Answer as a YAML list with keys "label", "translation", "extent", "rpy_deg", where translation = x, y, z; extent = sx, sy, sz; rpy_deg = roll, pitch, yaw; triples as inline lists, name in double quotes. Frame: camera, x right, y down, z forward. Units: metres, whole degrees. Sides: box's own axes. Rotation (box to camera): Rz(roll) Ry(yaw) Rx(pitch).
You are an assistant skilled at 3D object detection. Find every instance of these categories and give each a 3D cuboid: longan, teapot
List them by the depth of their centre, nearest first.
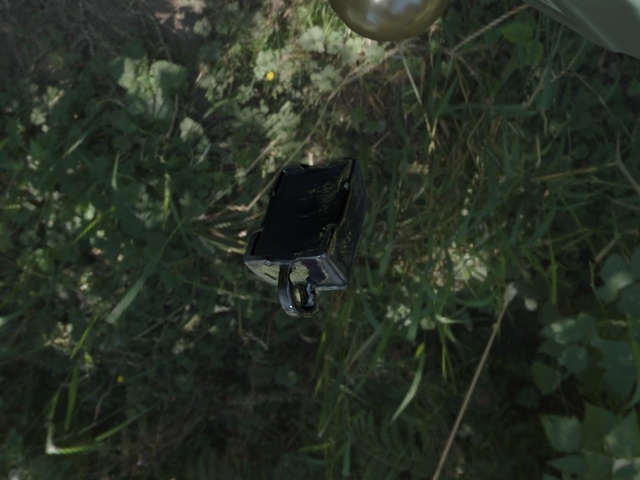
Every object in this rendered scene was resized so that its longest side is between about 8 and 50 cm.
- label: "teapot"
  translation: [0.000, 0.000, 0.694]
  extent: [0.087, 0.177, 0.096]
  rpy_deg: [-4, 139, 28]
- label: "longan"
  translation: [0.123, -0.482, 1.285]
  extent: [0.258, 0.258, 0.258]
  rpy_deg: [5, 131, 6]

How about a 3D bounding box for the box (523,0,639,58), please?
- label: "box"
  translation: [0.154, -0.278, 0.630]
  extent: [0.367, 0.373, 0.090]
  rpy_deg: [42, 112, 22]
